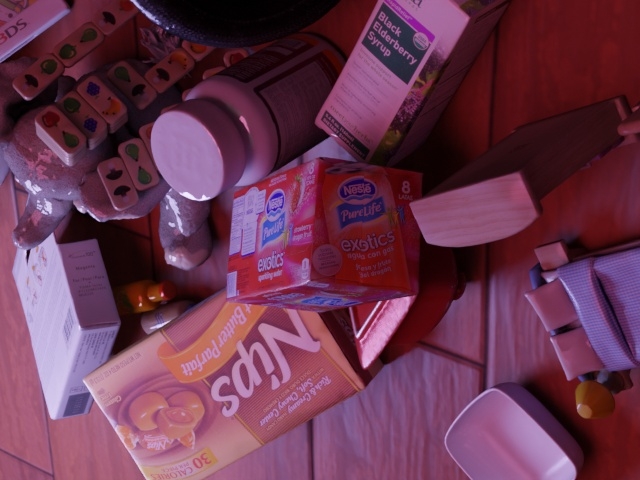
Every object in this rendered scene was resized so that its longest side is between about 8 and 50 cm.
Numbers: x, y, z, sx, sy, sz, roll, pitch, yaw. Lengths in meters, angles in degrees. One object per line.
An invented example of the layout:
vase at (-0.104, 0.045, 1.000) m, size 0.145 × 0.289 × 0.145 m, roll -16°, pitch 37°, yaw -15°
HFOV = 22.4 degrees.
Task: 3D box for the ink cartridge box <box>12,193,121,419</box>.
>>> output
ink cartridge box at (-0.342, 0.074, 2.146) m, size 0.275 × 0.060 × 0.239 m, roll 118°, pitch 139°, yaw -55°

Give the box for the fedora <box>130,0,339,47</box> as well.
fedora at (-0.092, -0.367, 1.609) m, size 0.152 × 0.334 × 0.334 m, roll -125°, pitch 29°, yaw -54°

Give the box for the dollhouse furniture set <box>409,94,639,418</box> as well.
dollhouse furniture set at (0.283, 0.036, 1.524) m, size 0.286 × 0.198 × 0.303 m, roll -16°, pitch 104°, yaw 45°

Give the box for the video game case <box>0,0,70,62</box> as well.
video game case at (-0.454, -0.312, 1.973) m, size 0.227 × 0.206 × 0.026 m, roll 53°, pitch 178°, yaw 2°

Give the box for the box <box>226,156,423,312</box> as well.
box at (0.000, 0.000, 1.691) m, size 0.257 × 0.122 × 0.128 m, roll 163°, pitch 112°, yaw -66°

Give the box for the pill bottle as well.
pill bottle at (-0.070, -0.130, 1.711) m, size 0.121 × 0.221 × 0.121 m, roll 21°, pitch 127°, yaw 31°

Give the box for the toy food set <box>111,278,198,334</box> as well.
toy food set at (-0.182, 0.160, 2.056) m, size 0.104 × 0.111 × 0.232 m, roll -13°, pitch 88°, yaw 44°

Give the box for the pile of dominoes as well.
pile of dominoes at (-0.196, -0.177, 1.779) m, size 0.196 × 0.251 × 0.040 m, roll 45°, pitch 161°, yaw 7°

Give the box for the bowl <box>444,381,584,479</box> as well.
bowl at (0.221, 0.229, 1.799) m, size 0.142 × 0.053 × 0.142 m, roll 45°, pitch 136°, yaw 9°

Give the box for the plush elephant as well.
plush elephant at (-0.271, -0.094, 1.882) m, size 0.272 × 0.255 × 0.330 m, roll 37°, pitch 134°, yaw 18°

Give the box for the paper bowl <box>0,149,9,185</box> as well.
paper bowl at (-0.516, -0.135, 2.111) m, size 0.284 × 0.148 × 0.284 m, roll 45°, pitch 158°, yaw 23°

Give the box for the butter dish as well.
butter dish at (0.102, 0.042, 1.752) m, size 0.160 × 0.118 × 0.160 m, roll 119°, pitch 150°, yaw -44°

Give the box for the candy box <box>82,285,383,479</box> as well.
candy box at (-0.106, 0.158, 1.931) m, size 0.316 × 0.087 × 0.183 m, roll -31°, pitch 93°, yaw 21°

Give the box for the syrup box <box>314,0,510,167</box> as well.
syrup box at (0.093, -0.185, 1.628) m, size 0.093 × 0.096 × 0.237 m, roll 43°, pitch 136°, yaw 13°
